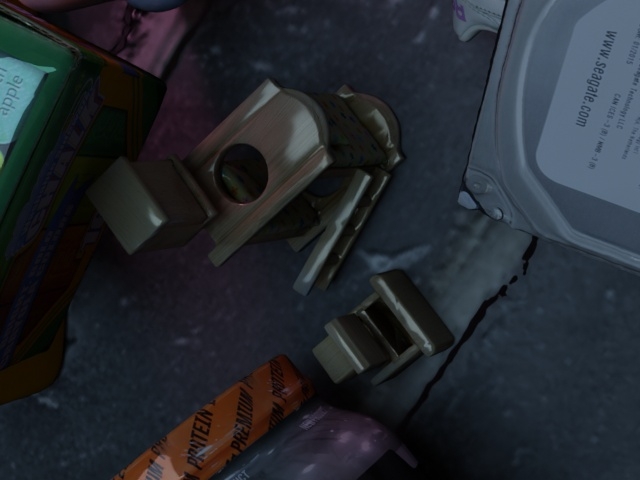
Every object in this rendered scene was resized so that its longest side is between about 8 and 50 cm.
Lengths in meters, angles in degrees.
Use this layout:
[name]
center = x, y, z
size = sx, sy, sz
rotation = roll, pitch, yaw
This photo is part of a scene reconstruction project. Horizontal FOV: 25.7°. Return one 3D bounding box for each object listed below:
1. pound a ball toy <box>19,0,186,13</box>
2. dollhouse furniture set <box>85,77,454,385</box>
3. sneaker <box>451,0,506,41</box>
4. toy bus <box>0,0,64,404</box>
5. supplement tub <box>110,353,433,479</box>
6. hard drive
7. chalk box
[pound a ball toy]
center = -0.013, -0.223, 0.745
size = 0.319, 0.208, 0.136
rotation = -15, 97, 45
[dollhouse furniture set]
center = 0.000, 0.000, 0.749
size = 0.101, 0.182, 0.161
rotation = -42, 78, 21
[sneaker]
center = 0.206, -0.115, 0.708
size = 0.305, 0.114, 0.152
rotation = 23, 129, 16
[toy bus]
center = -0.243, -0.058, 0.892
size = 0.130, 0.108, 0.333
rotation = -4, 94, 26
[supplement tub]
center = 0.018, 0.229, 0.745
size = 0.193, 0.193, 0.316
rotation = -40, 83, 21
[hard drive]
center = 0.242, -0.050, 0.616
size = 0.339, 0.064, 0.237
rotation = 21, 139, 10
[chalk box]
center = -0.208, -0.043, 0.672
size = 0.179, 0.289, 0.180
rotation = 26, 95, 1
